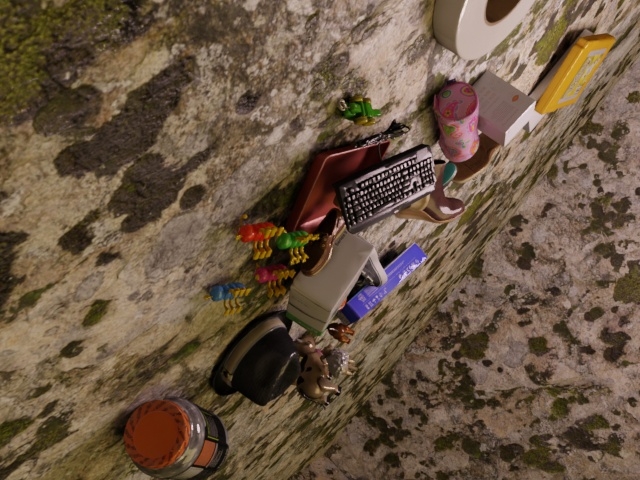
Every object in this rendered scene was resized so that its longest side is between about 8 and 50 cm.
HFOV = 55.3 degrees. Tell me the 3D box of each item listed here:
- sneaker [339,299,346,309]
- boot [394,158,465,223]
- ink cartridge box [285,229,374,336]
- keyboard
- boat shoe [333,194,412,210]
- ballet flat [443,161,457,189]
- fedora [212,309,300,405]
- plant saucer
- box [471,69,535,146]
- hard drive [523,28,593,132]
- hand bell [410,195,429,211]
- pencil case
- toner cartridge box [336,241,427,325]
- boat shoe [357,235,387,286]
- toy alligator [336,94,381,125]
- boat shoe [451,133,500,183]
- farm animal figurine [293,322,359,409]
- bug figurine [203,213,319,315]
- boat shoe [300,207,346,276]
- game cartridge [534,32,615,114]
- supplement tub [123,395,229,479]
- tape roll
[{"bbox_3d":[0.039,0.189,1.965,0.175,0.064,0.067,-17,130,-59],"label":"sneaker"},{"bbox_3d":[0.350,-0.151,1.841,0.249,0.090,0.206,-3,136,-17],"label":"boot"},{"bbox_3d":[0.017,0.110,1.582,0.211,0.122,0.289,-55,173,-19],"label":"ink cartridge box"},{"bbox_3d":[0.149,-0.158,1.374,0.317,0.033,0.201,-28,106,-37],"label":"keyboard"},{"bbox_3d":[0.176,-0.115,1.500,0.342,0.123,0.123,-20,145,-51],"label":"boat shoe"},{"bbox_3d":[0.358,-0.168,1.962,0.203,0.074,0.074,-44,159,6],"label":"ballet flat"},{"bbox_3d":[-0.152,0.363,1.764,0.334,0.152,0.334,-40,157,-21],"label":"fedora"},{"bbox_3d":[0.030,-0.124,1.439,0.259,0.048,0.258,-24,148,-48],"label":"plant saucer"},{"bbox_3d":[0.500,-0.376,1.743,0.130,0.170,0.091,-46,158,-4],"label":"box"},{"bbox_3d":[0.878,-0.586,2.283,0.353,0.047,0.233,-51,159,5],"label":"hard drive"},{"bbox_3d":[0.171,-0.113,1.685,0.242,0.126,0.126,-18,145,-33],"label":"hand bell"},{"bbox_3d":[0.376,-0.322,1.681,0.124,0.124,0.284,-48,158,-2],"label":"pencil case"},{"bbox_3d":[0.211,0.155,2.152,0.348,0.075,0.165,-39,177,-23],"label":"toner cartridge box"},{"bbox_3d":[0.133,0.093,1.921,0.102,0.108,0.301,-45,156,-9],"label":"boat shoe"},{"bbox_3d":[0.065,-0.267,1.266,0.051,0.056,0.190,-14,178,32],"label":"toy alligator"},{"bbox_3d":[0.531,-0.272,2.069,0.285,0.105,0.089,-40,154,-22],"label":"boat shoe"},{"bbox_3d":[-0.035,0.417,2.041,0.330,0.172,0.326,-57,-162,21],"label":"farm animal figurine"},{"bbox_3d":[-0.131,0.046,1.347,0.216,0.072,0.279,-5,139,-40],"label":"bug figurine"},{"bbox_3d":[0.001,0.000,1.427,0.178,0.064,0.060,-59,151,-17],"label":"boat shoe"},{"bbox_3d":[0.921,-0.602,2.207,0.324,0.053,0.285,-27,149,-46],"label":"game cartridge"},{"bbox_3d":[-0.361,0.504,1.548,0.193,0.194,0.316,-44,158,-12],"label":"supplement tub"},{"bbox_3d":[0.399,-0.584,1.340,0.392,0.072,0.392,-40,156,-22],"label":"tape roll"}]
